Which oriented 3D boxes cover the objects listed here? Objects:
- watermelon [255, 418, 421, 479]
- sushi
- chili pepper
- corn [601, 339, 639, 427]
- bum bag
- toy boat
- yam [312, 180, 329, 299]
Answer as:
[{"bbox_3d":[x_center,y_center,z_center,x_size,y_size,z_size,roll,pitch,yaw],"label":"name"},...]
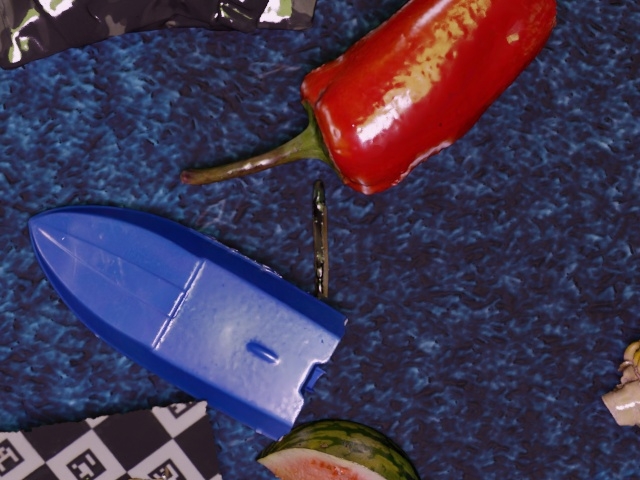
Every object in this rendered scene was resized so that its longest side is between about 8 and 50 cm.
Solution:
[{"bbox_3d":[0.037,0.196,1.719,0.163,0.087,0.069,31,50,-6],"label":"watermelon"},{"bbox_3d":[-0.222,0.272,1.694,0.290,0.050,0.264,-11,104,-7],"label":"sushi"},{"bbox_3d":[0.053,-0.112,1.679,0.338,0.134,0.131,-42,105,-5],"label":"chili pepper"},{"bbox_3d":[0.413,0.089,1.693,0.346,0.130,0.130,-21,91,5],"label":"corn"},{"bbox_3d":[-0.146,-0.233,1.686,0.340,0.095,0.144,-9,83,-10],"label":"bum bag"},{"bbox_3d":[-0.127,0.052,1.692,0.295,0.088,0.129,29,88,7],"label":"toy boat"},{"bbox_3d":[0.000,0.000,1.731,0.014,0.014,0.107,-1,88,-4],"label":"yam"}]
